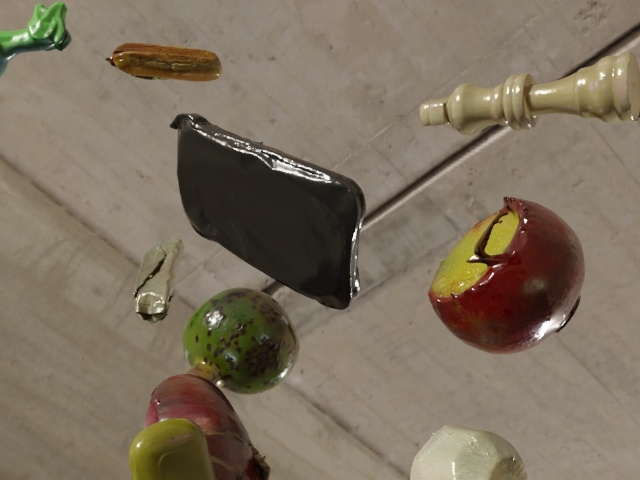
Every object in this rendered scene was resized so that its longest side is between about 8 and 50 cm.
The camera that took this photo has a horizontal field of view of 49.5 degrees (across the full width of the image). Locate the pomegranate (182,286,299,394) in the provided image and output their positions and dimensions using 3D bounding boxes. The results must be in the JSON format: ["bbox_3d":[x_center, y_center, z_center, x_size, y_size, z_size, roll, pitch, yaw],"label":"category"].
[{"bbox_3d":[-0.152,0.189,1.172,0.202,0.248,0.202,23,-38,20],"label":"pomegranate"}]

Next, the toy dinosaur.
[{"bbox_3d":[-0.670,-0.238,1.307,0.375,0.499,0.144,-5,-27,1],"label":"toy dinosaur"}]

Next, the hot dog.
[{"bbox_3d":[-0.321,-0.364,1.431,0.236,0.092,0.062,3,-53,-14],"label":"hot dog"}]

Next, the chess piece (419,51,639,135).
[{"bbox_3d":[0.365,-0.250,1.271,0.397,0.117,0.117,-2,-49,36],"label":"chess piece"}]

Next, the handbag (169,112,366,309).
[{"bbox_3d":[-0.077,-0.045,0.918,0.332,0.075,0.191,27,-46,32],"label":"handbag"}]

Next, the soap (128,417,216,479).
[{"bbox_3d":[-0.147,0.256,0.716,0.089,0.140,0.045,-6,-16,-43],"label":"soap"}]

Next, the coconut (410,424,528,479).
[{"bbox_3d":[0.210,0.353,1.016,0.161,0.161,0.162,47,-29,-26],"label":"coconut"}]

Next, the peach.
[{"bbox_3d":[0.466,0.094,1.676,0.310,0.406,0.335,42,-43,-1],"label":"peach"}]

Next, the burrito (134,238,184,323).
[{"bbox_3d":[-0.300,0.071,1.280,0.087,0.226,0.060,-28,-63,8],"label":"burrito"}]

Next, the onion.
[{"bbox_3d":[-0.161,0.291,0.870,0.162,0.248,0.248,17,-50,-26],"label":"onion"}]
